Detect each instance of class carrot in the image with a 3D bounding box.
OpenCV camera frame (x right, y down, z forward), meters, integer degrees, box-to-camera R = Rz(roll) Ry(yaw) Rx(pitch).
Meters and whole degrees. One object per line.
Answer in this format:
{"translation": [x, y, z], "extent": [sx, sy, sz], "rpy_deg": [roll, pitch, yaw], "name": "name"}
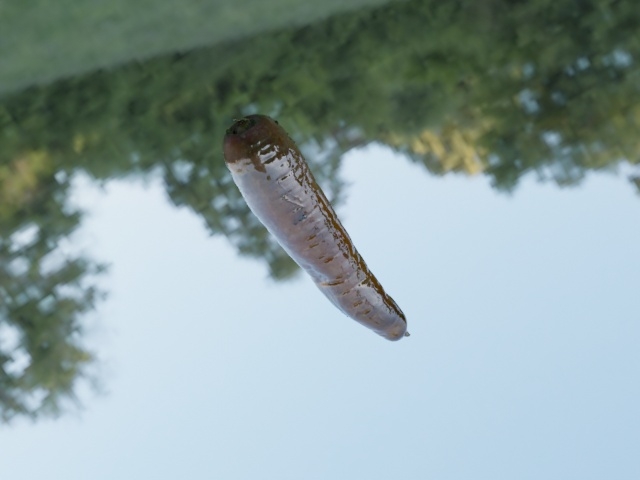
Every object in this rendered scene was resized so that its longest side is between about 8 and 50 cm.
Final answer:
{"translation": [0.000, 0.000, 1.114], "extent": [0.059, 0.248, 0.059], "rpy_deg": [-27, -151, 17], "name": "carrot"}
